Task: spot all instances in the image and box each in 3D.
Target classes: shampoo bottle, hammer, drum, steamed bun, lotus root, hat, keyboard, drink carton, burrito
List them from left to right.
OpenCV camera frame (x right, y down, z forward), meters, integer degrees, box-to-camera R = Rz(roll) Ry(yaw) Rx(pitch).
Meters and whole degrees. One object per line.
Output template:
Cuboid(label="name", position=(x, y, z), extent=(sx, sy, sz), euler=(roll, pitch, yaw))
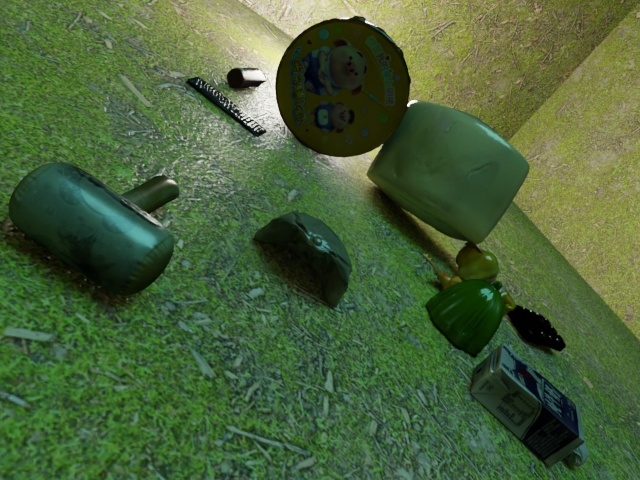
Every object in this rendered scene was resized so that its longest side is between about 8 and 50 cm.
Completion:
Cuboid(label="hammer", position=(-0.281, -0.048, 0.755), extent=(0.202, 0.113, 0.305), euler=(39, 18, -9))
Cuboid(label="keyboard", position=(-0.260, -0.378, 1.457), extent=(0.251, 0.017, 0.087), euler=(38, 25, -3))
Cuboid(label="shampoo bottle", position=(-0.236, -0.539, 1.718), extent=(0.068, 0.067, 0.236), euler=(50, 23, -2))
Cuboid(label="hat", position=(0.000, 0.000, 1.045), extent=(0.214, 0.149, 0.244), euler=(40, 34, -1))
Cuboid(label="drum", position=(0.073, -0.485, 1.648), extent=(0.431, 0.431, 0.214), euler=(35, 24, -11))
Cuboid(label="steamed bun", position=(0.396, -0.233, 1.652), extent=(0.456, 0.371, 0.290), euler=(33, 9, 21))
Cuboid(label="lotus root", position=(0.381, 0.160, 1.265), extent=(0.186, 0.186, 0.186), euler=(32, 25, -17))
Cuboid(label="drink carton", position=(0.439, 0.346, 1.113), extent=(0.222, 0.102, 0.134), euler=(42, 26, 8))
Cuboid(label="burrito", position=(0.558, 0.424, 1.191), extent=(0.064, 0.064, 0.203), euler=(33, 27, -15))

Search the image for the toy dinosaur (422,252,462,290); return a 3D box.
Cuboid(label="toy dinosaur", position=(0.377, 0.132, 1.436), extent=(0.288, 0.070, 0.117), euler=(43, 13, -2))

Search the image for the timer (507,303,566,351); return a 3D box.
Cuboid(label="timer", position=(0.674, 0.278, 1.631), extent=(0.188, 0.055, 0.144), euler=(22, 27, -27))

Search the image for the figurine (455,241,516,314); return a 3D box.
Cuboid(label="figurine", position=(0.511, 0.116, 1.604), extent=(0.156, 0.131, 0.246), euler=(-28, 75, -28))
